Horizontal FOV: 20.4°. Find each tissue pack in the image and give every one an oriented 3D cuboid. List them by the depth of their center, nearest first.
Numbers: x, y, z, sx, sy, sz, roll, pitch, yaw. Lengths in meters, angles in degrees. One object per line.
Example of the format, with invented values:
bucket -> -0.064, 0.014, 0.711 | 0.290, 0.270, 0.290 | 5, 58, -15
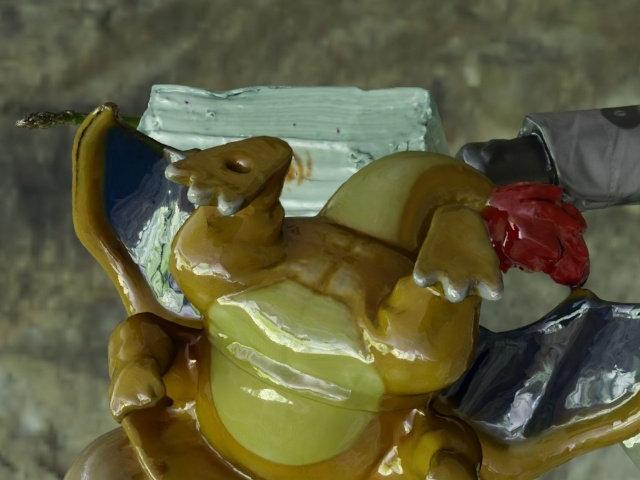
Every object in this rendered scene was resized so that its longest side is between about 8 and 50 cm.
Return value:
tissue pack -> 0.000, 0.000, 1.776 | 0.287, 0.388, 0.162 | 1, -116, 14

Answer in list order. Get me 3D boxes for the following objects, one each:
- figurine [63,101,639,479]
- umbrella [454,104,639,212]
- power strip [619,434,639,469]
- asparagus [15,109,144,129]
figurine -> 0.014, 0.127, 1.069 | 0.400, 0.387, 0.268 | 12, -149, -2
umbrella -> 0.249, -0.060, 1.216 | 0.337, 0.067, 0.073 | -5, -128, -19
power strip -> 0.253, 0.095, 1.232 | 0.080, 0.048, 0.286 | 50, -156, 1
asparagus -> -0.209, -0.125, 1.910 | 0.248, 0.024, 0.025 | 2, -160, -30
